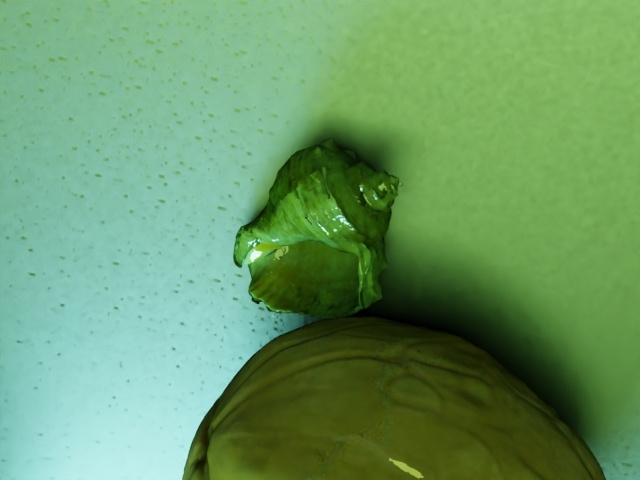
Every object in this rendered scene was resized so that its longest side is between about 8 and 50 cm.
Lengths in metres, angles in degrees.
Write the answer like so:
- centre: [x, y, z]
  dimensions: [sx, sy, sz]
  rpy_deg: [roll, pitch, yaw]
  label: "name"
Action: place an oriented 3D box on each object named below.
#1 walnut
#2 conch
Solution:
- centre: [0.038, 0.143, 0.877]
  dimensions: [0.221, 0.195, 0.195]
  rpy_deg: [33, 108, -11]
  label: "walnut"
- centre: [0.000, 0.000, 0.892]
  dimensions: [0.121, 0.074, 0.089]
  rpy_deg: [-32, 66, 36]
  label: "conch"
